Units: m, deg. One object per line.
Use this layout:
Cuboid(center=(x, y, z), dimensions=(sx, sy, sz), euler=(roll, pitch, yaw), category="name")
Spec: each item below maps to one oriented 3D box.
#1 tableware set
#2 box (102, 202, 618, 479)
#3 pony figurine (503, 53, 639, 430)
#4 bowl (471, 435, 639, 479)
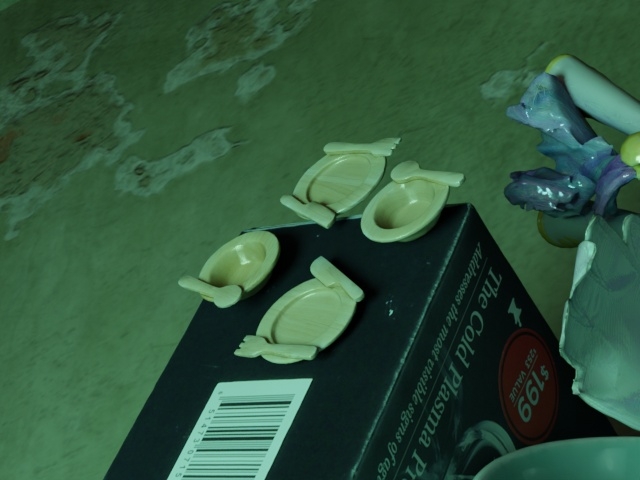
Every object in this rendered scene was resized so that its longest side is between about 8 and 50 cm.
Cuboid(center=(0.000, 0.000, 0.925), dimensions=(0.168, 0.020, 0.141), euler=(-45, 34, -17), category="tableware set")
Cuboid(center=(0.033, 0.210, 0.935), dimensions=(0.179, 0.312, 0.343), euler=(-6, 43, 37), category="box")
Cuboid(center=(0.265, -0.010, 0.999), dimensions=(0.302, 0.351, 0.363), euler=(-56, 31, -1), category="pony figurine")
Cuboid(center=(0.217, 0.226, 0.819), dimensions=(0.312, 0.163, 0.311), euler=(6, 13, -2), category="bowl")
